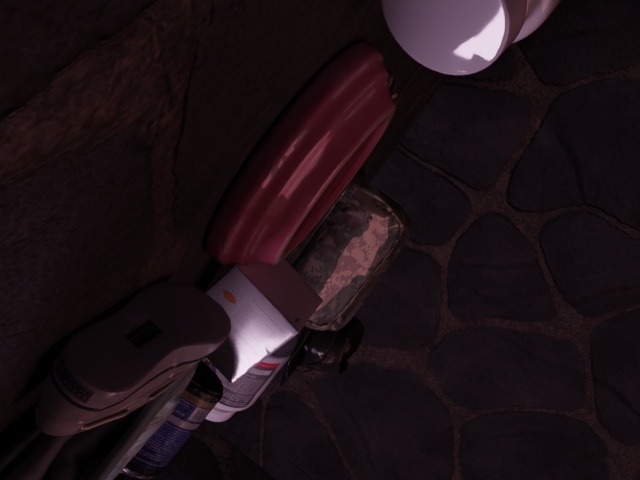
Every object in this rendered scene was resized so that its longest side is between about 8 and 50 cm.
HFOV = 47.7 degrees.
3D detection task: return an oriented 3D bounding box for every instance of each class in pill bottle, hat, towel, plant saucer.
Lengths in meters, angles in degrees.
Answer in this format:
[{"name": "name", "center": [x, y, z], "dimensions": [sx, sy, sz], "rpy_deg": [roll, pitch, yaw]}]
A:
[{"name": "pill bottle", "center": [-0.203, 0.312, 1.801], "dimensions": [0.319, 0.176, 0.176], "rpy_deg": [-54, 176, 33]}, {"name": "hat", "center": [0.025, 0.234, 1.705], "dimensions": [0.331, 0.133, 0.332], "rpy_deg": [25, 90, -85]}, {"name": "towel", "center": [-0.295, 0.278, 0.794], "dimensions": [0.321, 0.090, 0.374], "rpy_deg": [-51, 177, 30]}, {"name": "pill bottle", "center": [0.190, -0.302, 0.744], "dimensions": [0.283, 0.160, 0.160], "rpy_deg": [-50, 176, -31]}, {"name": "plant saucer", "center": [-0.011, -0.091, 0.918], "dimensions": [0.332, 0.084, 0.332], "rpy_deg": [-52, 178, -3]}, {"name": "pill bottle", "center": [-0.255, 0.272, 1.078], "dimensions": [0.219, 0.122, 0.123], "rpy_deg": [-51, 177, 2]}]

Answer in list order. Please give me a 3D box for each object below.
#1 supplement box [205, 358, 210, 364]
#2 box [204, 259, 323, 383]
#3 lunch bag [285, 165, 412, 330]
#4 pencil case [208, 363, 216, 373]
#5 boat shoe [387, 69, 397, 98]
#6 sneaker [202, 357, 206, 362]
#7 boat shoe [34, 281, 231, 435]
[{"name": "supplement box", "center": [-0.208, 0.184, 1.390], "dimensions": [0.083, 0.056, 0.083], "rpy_deg": [-51, 177, -23]}, {"name": "box", "center": [-0.106, 0.105, 1.058], "dimensions": [0.170, 0.130, 0.091], "rpy_deg": [-40, -176, 34]}, {"name": "lunch bag", "center": [0.005, 0.012, 1.321], "dimensions": [0.305, 0.212, 0.256], "rpy_deg": [-53, 160, 2]}, {"name": "pencil case", "center": [-0.263, 0.286, 1.456], "dimensions": [0.086, 0.088, 0.206], "rpy_deg": [-51, 176, 3]}, {"name": "boat shoe", "center": [0.086, -0.233, 1.119], "dimensions": [0.137, 0.049, 0.043], "rpy_deg": [-42, 128, -59]}, {"name": "sneaker", "center": [-0.203, 0.167, 1.195], "dimensions": [0.083, 0.071, 0.191], "rpy_deg": [-57, 180, -35]}, {"name": "boat shoe", "center": [-0.181, 0.118, 0.731], "dimensions": [0.088, 0.096, 0.267], "rpy_deg": [-49, 177, 20]}]
